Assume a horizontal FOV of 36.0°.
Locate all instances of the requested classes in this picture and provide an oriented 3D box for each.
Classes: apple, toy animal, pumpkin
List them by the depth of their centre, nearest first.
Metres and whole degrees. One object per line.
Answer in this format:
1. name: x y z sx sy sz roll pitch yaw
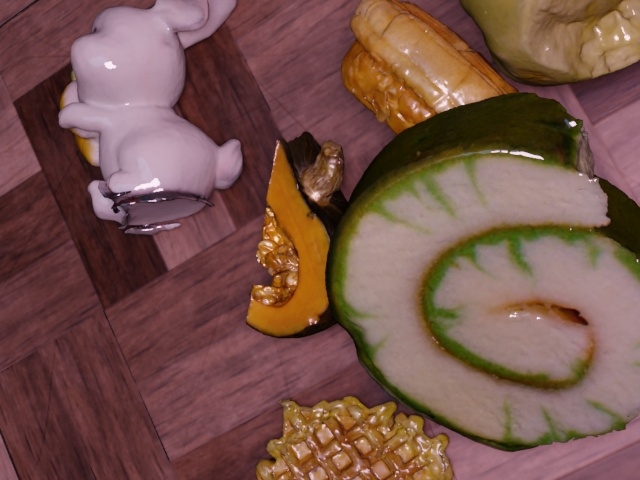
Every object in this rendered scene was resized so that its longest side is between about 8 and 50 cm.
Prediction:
1. apple: 0.264 -0.301 1.020 0.279 0.279 0.279 -1 86 20
2. pumpkin: 0.003 -0.005 1.164 0.126 0.131 0.248 8 94 29
3. toy animal: -0.217 -0.176 1.232 0.247 0.183 0.310 -10 78 14

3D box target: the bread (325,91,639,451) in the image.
1. bread: 0.193 0.035 1.003 0.366 0.129 0.382 17 126 9

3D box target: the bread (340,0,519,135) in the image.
1. bread: 0.124 -0.171 1.091 0.236 0.198 0.120 45 106 16

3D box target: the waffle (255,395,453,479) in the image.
1. waffle: 0.036 0.308 1.167 0.254 0.052 0.245 5 86 19
